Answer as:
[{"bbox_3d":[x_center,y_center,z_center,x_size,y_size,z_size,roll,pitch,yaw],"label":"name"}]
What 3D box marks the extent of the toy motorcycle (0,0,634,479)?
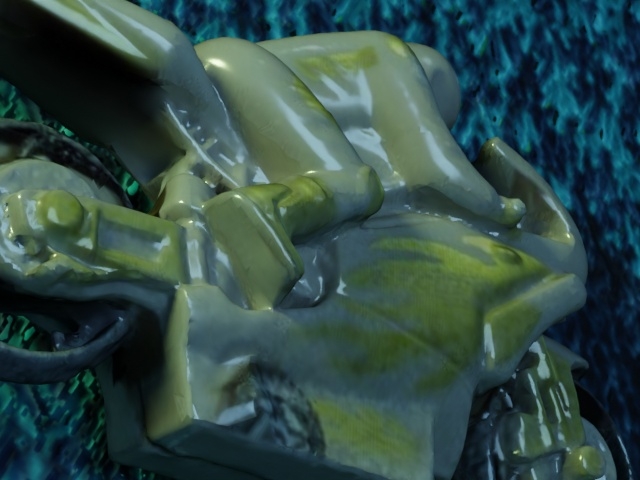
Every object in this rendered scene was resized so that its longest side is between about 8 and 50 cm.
[{"bbox_3d":[0.000,0.000,0.583,0.340,0.108,0.223,24,58,-29],"label":"toy motorcycle"}]
